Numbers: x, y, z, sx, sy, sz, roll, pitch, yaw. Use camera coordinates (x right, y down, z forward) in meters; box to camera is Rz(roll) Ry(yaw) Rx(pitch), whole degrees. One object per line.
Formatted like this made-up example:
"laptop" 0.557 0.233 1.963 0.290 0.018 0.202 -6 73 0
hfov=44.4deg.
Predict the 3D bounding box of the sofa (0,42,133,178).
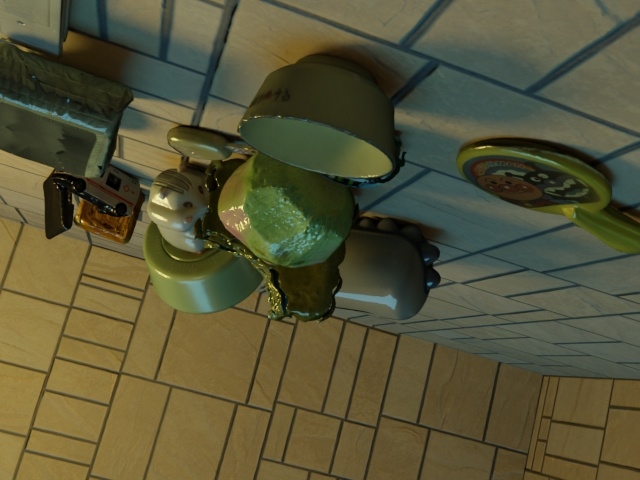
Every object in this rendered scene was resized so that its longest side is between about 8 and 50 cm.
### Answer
"sofa" -0.390 -0.225 1.192 0.210 0.175 0.225 17 154 -14

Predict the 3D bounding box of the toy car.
"toy car" -0.528 -0.135 1.856 0.089 0.108 0.210 8 162 41

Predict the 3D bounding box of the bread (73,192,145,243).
"bread" -0.549 -0.082 2.041 0.158 0.149 0.143 22 165 -6

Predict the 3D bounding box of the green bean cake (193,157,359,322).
"green bean cake" -0.096 0.007 1.544 0.310 0.284 0.202 16 173 3

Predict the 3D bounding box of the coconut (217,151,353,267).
"coconut" -0.063 -0.056 1.348 0.236 0.204 0.236 -6 158 -2

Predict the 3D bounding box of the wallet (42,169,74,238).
"wallet" -0.704 -0.099 2.101 0.044 0.170 0.321 -5 178 -26

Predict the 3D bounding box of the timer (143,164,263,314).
"timer" -0.279 -0.035 1.733 0.291 0.290 0.315 11 147 18

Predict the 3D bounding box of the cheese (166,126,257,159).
"cheese" -0.180 -0.168 1.416 0.192 0.037 0.097 10 168 25

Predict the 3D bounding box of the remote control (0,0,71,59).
"remote control" -0.365 -0.303 0.978 0.103 0.055 0.277 18 170 -17

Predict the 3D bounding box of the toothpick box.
"toothpick box" 0.111 0.053 1.725 0.317 0.228 0.229 7 166 25

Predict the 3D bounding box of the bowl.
"bowl" 0.007 -0.165 1.020 0.212 0.112 0.211 15 168 3

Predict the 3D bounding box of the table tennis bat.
"table tennis bat" 0.369 -0.064 1.199 0.369 0.054 0.224 25 166 -25

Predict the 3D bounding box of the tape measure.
"tape measure" 0.053 -0.128 1.213 0.146 0.080 0.125 16 165 -4
